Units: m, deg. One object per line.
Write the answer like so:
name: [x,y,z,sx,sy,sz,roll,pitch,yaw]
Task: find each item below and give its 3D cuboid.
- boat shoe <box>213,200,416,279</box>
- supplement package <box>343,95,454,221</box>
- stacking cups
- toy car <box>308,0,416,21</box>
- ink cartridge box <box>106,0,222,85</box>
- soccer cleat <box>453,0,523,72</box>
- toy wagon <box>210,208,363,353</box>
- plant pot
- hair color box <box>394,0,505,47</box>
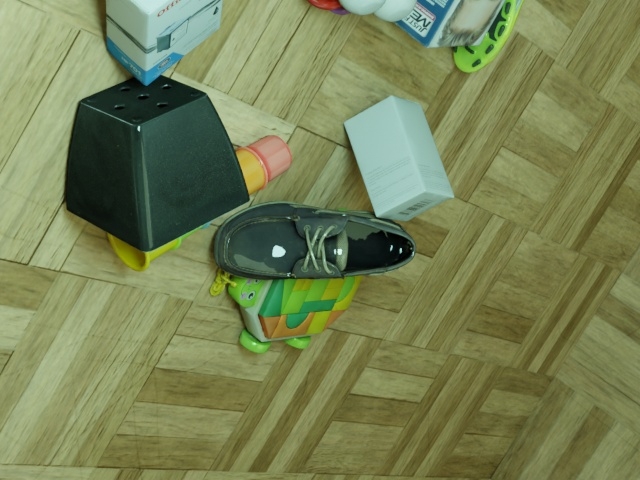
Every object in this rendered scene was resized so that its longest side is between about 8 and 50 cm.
boat shoe: [0.000,0.000,2.208,0.355,0.130,0.132,-5,95,-30]
supplement package: [0.131,-0.136,2.266,0.105,0.179,0.105,-27,162,30]
stacking cups: [-0.167,-0.062,2.033,0.316,0.096,0.096,-31,142,-33]
toy car: [0.044,-0.386,1.982,0.136,0.159,0.182,-30,163,32]
ink cartridge box: [-0.196,-0.302,1.713,0.139,0.082,0.190,-42,171,-19]
soccer cleat: [0.326,-0.420,2.363,0.121,0.093,0.289,-10,129,-58]
toy wagon: [-0.052,0.075,2.355,0.344,0.068,0.267,-2,122,-53]
plant pot: [-0.229,-0.120,1.828,0.187,0.188,0.167,-29,128,-36]
hair color box: [0.260,-0.476,2.145,0.174,0.105,0.347,-13,140,-52]
